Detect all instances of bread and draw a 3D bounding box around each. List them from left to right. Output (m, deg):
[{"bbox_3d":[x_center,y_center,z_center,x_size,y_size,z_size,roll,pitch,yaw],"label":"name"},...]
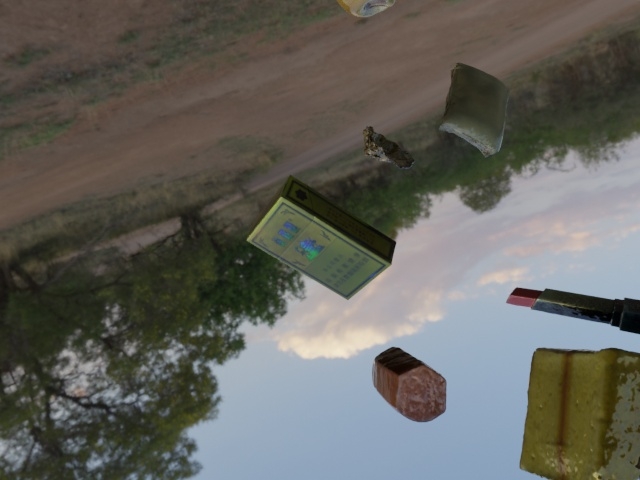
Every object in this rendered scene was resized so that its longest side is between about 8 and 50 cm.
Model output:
[{"bbox_3d":[0.048,-0.449,0.904,0.085,0.173,0.134,-30,179,28],"label":"bread"},{"bbox_3d":[0.575,0.317,0.955,0.361,0.245,0.233,12,167,-8],"label":"bread"}]

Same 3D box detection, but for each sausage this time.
[{"bbox_3d":[0.095,0.160,0.638,0.065,0.065,0.169,-20,178,-5],"label":"sausage"}]

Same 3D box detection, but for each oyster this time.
[{"bbox_3d":[0.149,-0.220,1.311,0.105,0.177,0.056,-6,133,-39],"label":"oyster"}]

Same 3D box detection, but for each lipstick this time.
[{"bbox_3d":[0.527,0.131,1.075,0.311,0.051,0.051,10,-144,27],"label":"lipstick"}]

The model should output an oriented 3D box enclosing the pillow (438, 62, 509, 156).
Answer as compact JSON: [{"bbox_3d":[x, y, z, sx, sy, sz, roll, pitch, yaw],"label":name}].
[{"bbox_3d":[0.283,-0.244,0.995,0.053,0.119,0.208,113,-2,-52],"label":"pillow"}]

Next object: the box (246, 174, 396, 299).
[{"bbox_3d":[0.000,0.000,0.944,0.141,0.219,0.064,-46,-161,46],"label":"box"}]

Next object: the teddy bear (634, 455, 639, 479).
[{"bbox_3d":[0.447,0.191,0.524,0.222,0.296,0.246,-6,-141,1],"label":"teddy bear"}]
